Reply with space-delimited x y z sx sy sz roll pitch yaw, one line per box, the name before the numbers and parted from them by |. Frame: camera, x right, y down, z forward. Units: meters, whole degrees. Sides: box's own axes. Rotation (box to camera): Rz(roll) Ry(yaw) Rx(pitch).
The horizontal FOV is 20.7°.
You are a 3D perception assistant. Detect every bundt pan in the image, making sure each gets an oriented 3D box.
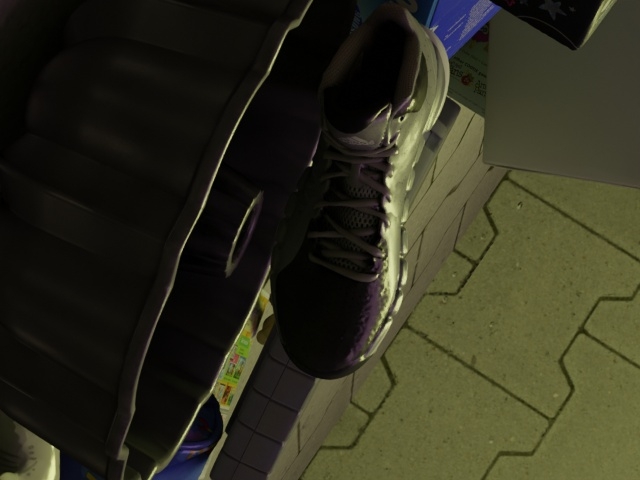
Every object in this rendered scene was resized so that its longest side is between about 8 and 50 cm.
bundt pan | -0.097 -0.027 0.998 0.331 0.124 0.331 23 90 -83

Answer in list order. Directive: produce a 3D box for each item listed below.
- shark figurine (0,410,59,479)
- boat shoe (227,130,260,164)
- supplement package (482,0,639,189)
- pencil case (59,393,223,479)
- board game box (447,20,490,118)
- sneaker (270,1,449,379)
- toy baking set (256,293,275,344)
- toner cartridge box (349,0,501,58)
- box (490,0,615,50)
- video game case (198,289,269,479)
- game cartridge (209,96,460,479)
shark figurine | -0.255 0.213 1.167 0.278 0.116 0.166 -57 141 -56
boat shoe | -0.058 -0.081 1.233 0.065 0.083 0.183 -60 170 14
supplement package | 0.263 -0.215 1.591 0.177 0.175 0.293 -32 128 -57
pencil case | -0.179 0.227 1.496 0.133 0.119 0.306 -8 138 -38
board game box | 0.207 -0.265 1.796 0.275 0.144 0.142 -58 171 8
sneaker | 0.014 -0.035 1.030 0.132 0.086 0.229 47 56 -78
toy baking set | -0.003 0.006 1.790 0.256 0.030 0.197 -31 -143 67
toner cartridge box | 0.148 -0.258 1.186 0.348 0.075 0.165 -45 166 -25
box | 0.083 -0.249 0.902 0.163 0.247 0.142 -53 171 -27
video game case | -0.109 0.134 1.713 0.227 0.026 0.206 50 60 -80
game cartridge | 0.016 0.031 1.490 0.355 0.068 0.230 -59 171 -55
